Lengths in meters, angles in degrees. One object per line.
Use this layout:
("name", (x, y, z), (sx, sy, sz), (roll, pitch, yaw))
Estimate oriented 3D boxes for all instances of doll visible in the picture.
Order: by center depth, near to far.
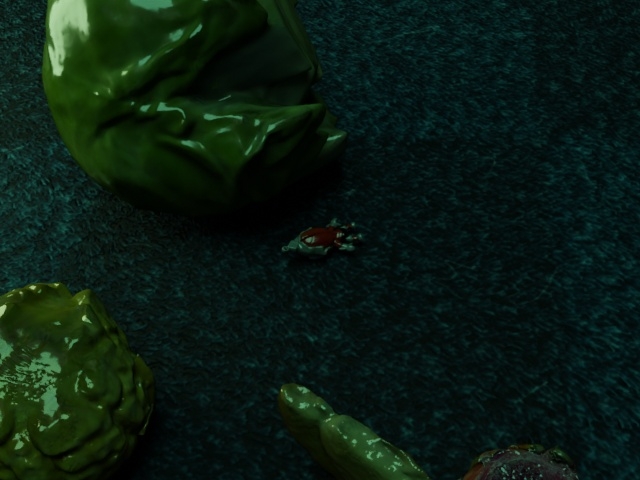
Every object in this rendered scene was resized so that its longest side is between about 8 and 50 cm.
("doll", (0.000, 0.001, 1.125), (0.114, 0.039, 0.057), (-14, 76, -18))

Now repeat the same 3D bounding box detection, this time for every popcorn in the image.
("popcorn", (-0.308, 0.168, 0.924), (0.250, 0.190, 0.250), (4, 42, -4))

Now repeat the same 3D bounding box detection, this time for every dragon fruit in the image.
("dragon fruit", (0.199, 0.244, 0.840), (0.147, 0.102, 0.096), (12, 58, 6))

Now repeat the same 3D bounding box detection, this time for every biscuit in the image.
("biscuit", (0.082, 0.248, 0.810), (0.299, 0.154, 0.045), (28, 59, 30))

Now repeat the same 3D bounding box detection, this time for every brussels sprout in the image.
("brussels sprout", (-0.196, -0.231, 1.165), (0.361, 0.425, 0.342), (-26, 2, 13))
